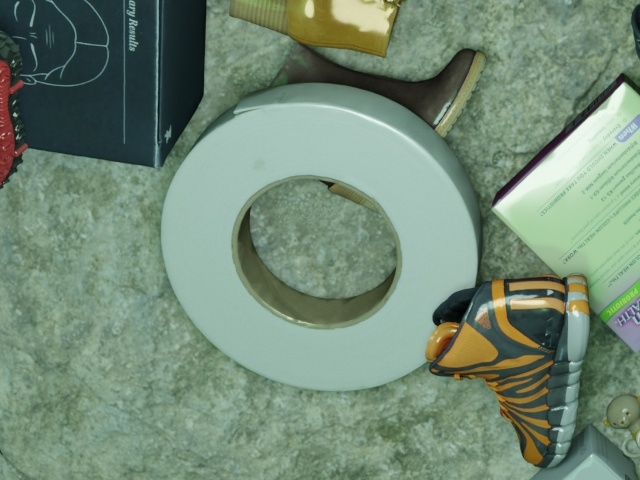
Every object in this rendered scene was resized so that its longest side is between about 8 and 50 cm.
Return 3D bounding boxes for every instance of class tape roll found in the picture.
[{"bbox_3d":[0.000,0.000,1.860,0.392,0.072,0.392,5,118,10],"label":"tape roll"}]

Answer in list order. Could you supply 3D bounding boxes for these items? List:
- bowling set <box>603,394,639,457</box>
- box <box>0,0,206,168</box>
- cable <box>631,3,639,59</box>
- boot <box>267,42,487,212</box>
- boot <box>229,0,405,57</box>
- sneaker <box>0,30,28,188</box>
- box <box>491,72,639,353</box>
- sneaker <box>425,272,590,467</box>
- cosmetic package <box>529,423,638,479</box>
[{"bbox_3d":[0.455,0.206,1.790,0.154,0.200,0.287,45,116,1],"label":"bowling set"},{"bbox_3d":[-0.344,-0.283,1.798,0.395,0.212,0.293,10,122,8],"label":"box"},{"bbox_3d":[0.452,-0.266,1.798,0.150,0.047,0.184,35,107,6],"label":"cable"},{"bbox_3d":[0.055,-0.174,1.854,0.207,0.090,0.248,37,108,-2],"label":"boot"},{"bbox_3d":[0.022,-0.372,1.816,0.211,0.104,0.295,11,93,1],"label":"boot"},{"bbox_3d":[-0.398,-0.150,1.726,0.125,0.104,0.262,37,134,23],"label":"sneaker"},{"bbox_3d":[0.362,-0.035,1.819,0.243,0.117,0.213,45,105,-1],"label":"box"},{"bbox_3d":[0.213,0.149,1.827,0.180,0.124,0.321,1,134,3],"label":"sneaker"},{"bbox_3d":[0.280,0.343,1.911,0.085,0.117,0.231,42,104,-2],"label":"cosmetic package"}]
